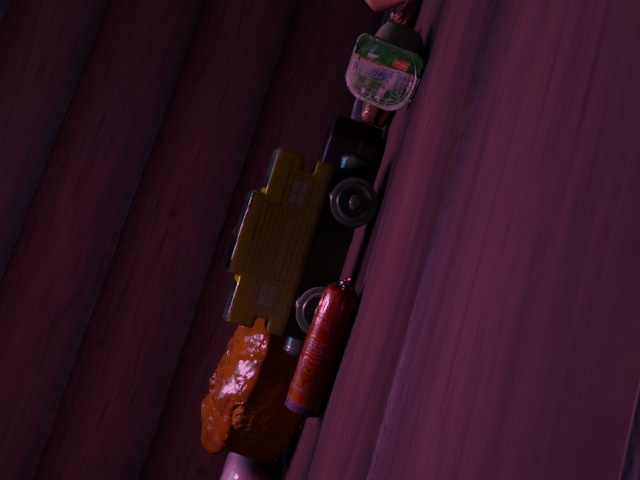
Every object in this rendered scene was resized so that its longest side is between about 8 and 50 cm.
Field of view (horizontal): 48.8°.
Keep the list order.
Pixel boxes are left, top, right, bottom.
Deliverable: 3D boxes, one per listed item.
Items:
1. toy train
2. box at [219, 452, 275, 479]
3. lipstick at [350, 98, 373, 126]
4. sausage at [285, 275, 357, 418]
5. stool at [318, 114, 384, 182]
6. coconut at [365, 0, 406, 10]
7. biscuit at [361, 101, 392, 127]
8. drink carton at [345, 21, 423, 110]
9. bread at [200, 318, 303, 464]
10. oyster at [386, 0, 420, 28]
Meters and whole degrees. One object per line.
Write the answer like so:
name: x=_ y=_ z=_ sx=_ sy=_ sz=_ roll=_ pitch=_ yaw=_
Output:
toy train: x=-0.049 y=0.013 z=1.467 sx=0.179 sy=0.273 sz=0.441 roll=180 pitch=107 yaw=-84
box: x=-0.216 y=0.702 z=1.829 sx=0.289 sy=0.141 sz=0.348 roll=-136 pitch=64 yaw=-86
lipstick: x=0.123 y=-0.350 z=2.232 sx=0.076 sy=0.078 sz=0.289 roll=111 pitch=175 yaw=-48
sausage: x=0.008 y=0.192 z=1.308 sx=0.074 sy=0.074 sz=0.273 roll=-96 pitch=24 yaw=-83
stool: x=0.065 y=-0.188 z=1.756 sx=0.232 sy=0.141 sz=0.232 roll=-164 pitch=90 yaw=-87
coconut: x=0.198 y=-0.799 z=2.057 sx=0.233 sy=0.245 sz=0.233 roll=-37 pitch=-13 yaw=-10
biscuit: x=0.164 y=-0.401 z=1.744 sx=0.259 sy=0.079 sz=0.259 roll=-162 pitch=90 yaw=-87
drink carton: x=0.145 y=-0.372 z=1.470 sx=0.142 sy=0.146 sz=0.144 roll=-64 pitch=-4 yaw=-48
bread: x=-0.151 y=0.335 z=1.719 sx=0.398 sy=0.216 sz=0.397 roll=-156 pitch=90 yaw=-81
oyster: x=0.225 y=-0.585 z=1.912 sx=0.209 sy=0.072 sz=0.133 roll=-53 pitch=-9 yaw=-16
